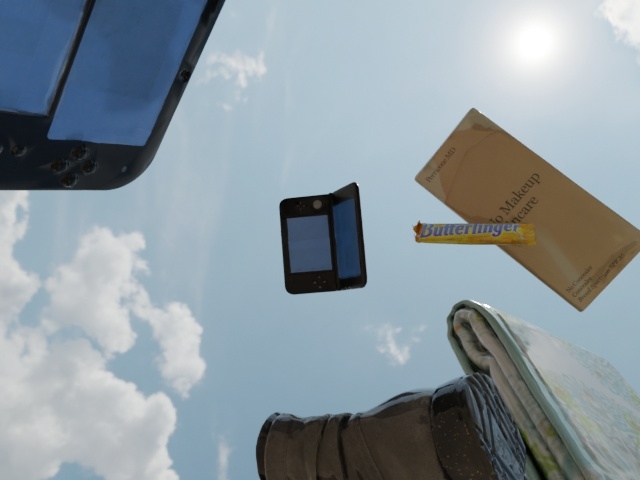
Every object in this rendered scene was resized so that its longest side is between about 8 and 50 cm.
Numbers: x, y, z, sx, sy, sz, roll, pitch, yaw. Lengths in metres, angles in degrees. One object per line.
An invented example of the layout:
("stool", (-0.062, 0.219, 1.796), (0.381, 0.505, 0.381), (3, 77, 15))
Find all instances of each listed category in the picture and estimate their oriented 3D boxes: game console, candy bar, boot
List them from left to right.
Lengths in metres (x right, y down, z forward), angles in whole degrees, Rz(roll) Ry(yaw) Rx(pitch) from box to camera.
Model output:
("game console", (-0.273, -0.217, 0.615), (0.060, 0.342, 0.386), (40, -66, 19))
("game console", (0.000, 0.000, 0.777), (0.124, 0.085, 0.144), (-5, -97, 6))
("boot", (0.099, 0.278, 0.497), (0.223, 0.118, 0.338), (-22, -85, 28))
("candy bar", (0.203, -0.010, 0.747), (0.162, 0.018, 0.040), (1, -133, 11))

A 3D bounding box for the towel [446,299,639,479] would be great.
("towel", (0.361, 0.252, 0.766), (0.090, 0.321, 0.374), (-55, -157, 22))

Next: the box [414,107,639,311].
("box", (0.311, -0.050, 0.856), (0.311, 0.121, 0.148), (39, -78, 10))
